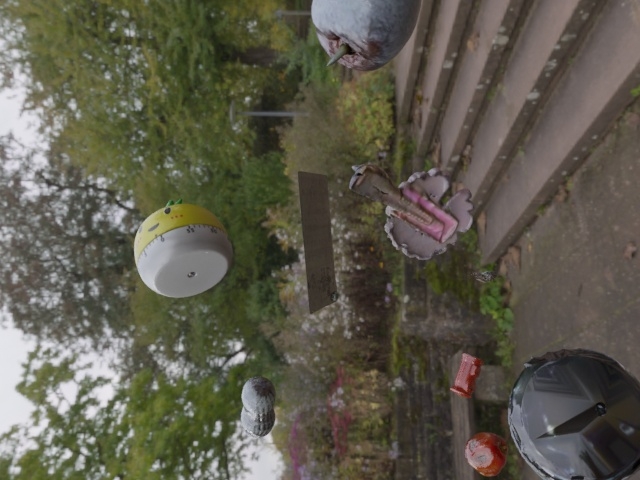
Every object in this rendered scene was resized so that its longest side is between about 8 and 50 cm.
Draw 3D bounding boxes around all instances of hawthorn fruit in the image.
[{"bbox_3d":[0.346,0.437,1.120,0.093,0.092,0.093,1,-90,-88],"label":"hawthorn fruit"}]

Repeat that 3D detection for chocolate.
[{"bbox_3d":[-0.124,0.336,1.091,0.072,0.072,0.167,-86,1,-51],"label":"chocolate"}]

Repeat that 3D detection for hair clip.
[{"bbox_3d":[0.155,-0.070,0.991,0.173,0.300,0.069,-52,39,15],"label":"hair clip"}]

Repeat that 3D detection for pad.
[{"bbox_3d":[-0.001,0.000,1.064,0.159,0.009,0.265,-11,-84,-69],"label":"pad"}]

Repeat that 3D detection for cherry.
[{"bbox_3d":[0.097,-0.486,1.147,0.255,0.217,0.297,92,-159,-86],"label":"cherry"}]

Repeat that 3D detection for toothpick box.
[{"bbox_3d":[0.301,0.279,1.122,0.047,0.047,0.083,83,-150,-77],"label":"toothpick box"}]

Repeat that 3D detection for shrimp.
[{"bbox_3d":[0.500,0.110,1.648,0.038,0.092,0.029,-106,23,-45],"label":"shrimp"}]

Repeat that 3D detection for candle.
[{"bbox_3d":[0.455,0.333,0.977,0.342,0.221,0.222,52,-144,-57],"label":"candle"}]

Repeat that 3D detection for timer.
[{"bbox_3d":[-0.397,-0.006,1.531,0.285,0.284,0.286,1,-90,-88],"label":"timer"}]
